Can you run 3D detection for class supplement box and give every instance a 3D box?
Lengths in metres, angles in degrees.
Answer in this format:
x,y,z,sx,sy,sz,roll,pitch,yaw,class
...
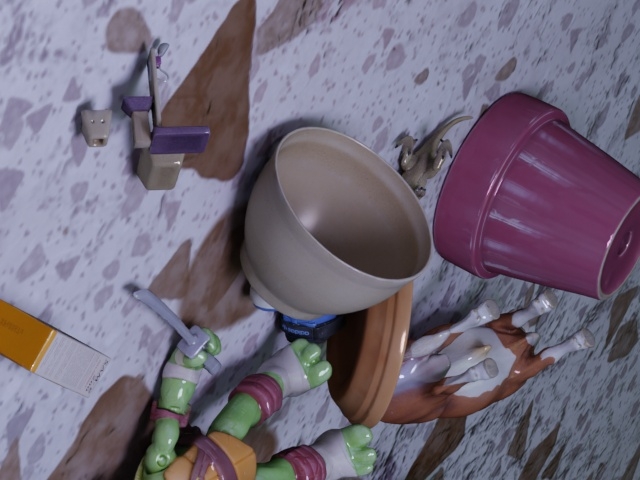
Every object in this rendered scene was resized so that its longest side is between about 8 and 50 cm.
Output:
x,y,z,sx,sy,sz,roll,pitch,yaw,class
-0.204,0.078,1.451,0.036,0.062,0.098,-61,155,-5,supplement box

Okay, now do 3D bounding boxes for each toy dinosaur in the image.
x,y,z,sx,sy,sz,roll,pitch,yaw,class
0.095,-0.071,1.935,0.183,0.053,0.092,-63,175,-21,toy dinosaur

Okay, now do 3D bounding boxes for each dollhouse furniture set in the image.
x,y,z,sx,sy,sz,roll,pitch,yaw,class
-0.137,-0.092,1.476,0.114,0.091,0.081,117,-32,-66,dollhouse furniture set

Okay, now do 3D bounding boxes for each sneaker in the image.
x,y,z,sx,sy,sz,roll,pitch,yaw,class
-0.018,0.062,1.811,0.152,0.058,0.084,-30,132,-61,sneaker

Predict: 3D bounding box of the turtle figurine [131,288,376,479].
x,y,z,sx,sy,sz,roll,pitch,yaw,class
-0.047,0.168,1.694,0.266,0.198,0.274,-25,140,-53,turtle figurine

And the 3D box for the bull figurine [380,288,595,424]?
x,y,z,sx,sy,sz,roll,pitch,yaw,class
0.171,0.126,2.144,0.188,0.101,0.310,-34,170,39,bull figurine

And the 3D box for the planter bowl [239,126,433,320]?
x,y,z,sx,sy,sz,roll,pitch,yaw,class
0.000,0.000,1.692,0.109,0.162,0.162,-47,168,35,planter bowl

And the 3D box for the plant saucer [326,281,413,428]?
x,y,z,sx,sy,sz,roll,pitch,yaw,class
0.042,0.075,1.861,0.200,0.037,0.200,-170,-90,-78,plant saucer

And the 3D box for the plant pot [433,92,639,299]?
x,y,z,sx,sy,sz,roll,pitch,yaw,class
0.245,-0.033,2.095,0.201,0.180,0.201,-44,149,-36,plant pot
